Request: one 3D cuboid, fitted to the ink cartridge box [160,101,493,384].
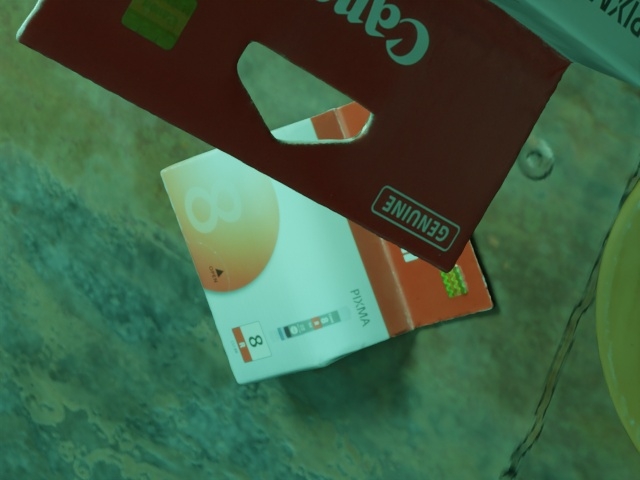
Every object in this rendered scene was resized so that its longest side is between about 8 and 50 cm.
[{"bbox_3d":[0.000,0.000,1.109,0.179,0.045,0.145,-17,94,41],"label":"ink cartridge box"}]

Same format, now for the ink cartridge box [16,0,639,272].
[{"bbox_3d":[0.052,-0.134,0.816,0.066,0.296,0.261,30,92,47],"label":"ink cartridge box"}]

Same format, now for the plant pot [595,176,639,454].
[{"bbox_3d":[0.255,0.021,0.827,0.290,0.203,0.291,12,112,33],"label":"plant pot"}]
